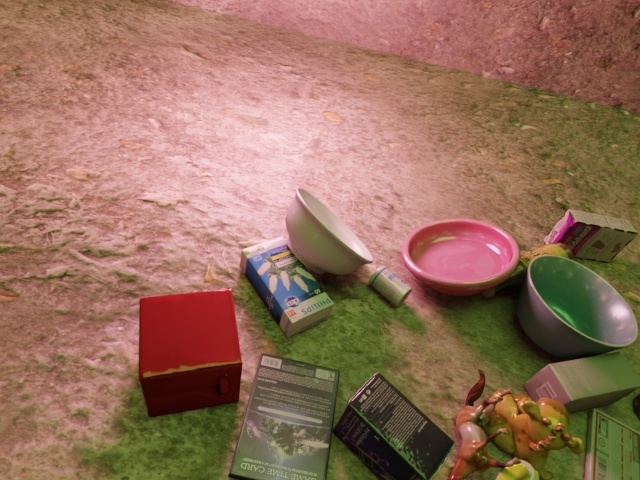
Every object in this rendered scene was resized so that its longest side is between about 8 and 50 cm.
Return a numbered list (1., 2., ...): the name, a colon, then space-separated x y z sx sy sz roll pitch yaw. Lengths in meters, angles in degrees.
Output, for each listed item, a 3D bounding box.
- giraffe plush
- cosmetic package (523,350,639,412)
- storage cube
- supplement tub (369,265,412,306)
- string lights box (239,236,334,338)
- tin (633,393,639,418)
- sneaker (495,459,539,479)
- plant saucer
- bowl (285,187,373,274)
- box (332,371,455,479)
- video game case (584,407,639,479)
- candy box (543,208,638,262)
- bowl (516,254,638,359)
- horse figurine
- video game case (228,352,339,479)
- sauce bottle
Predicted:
1. giraffe plush: 0.482 0.417 0.999 0.181 0.171 0.210 16 45 0
2. cosmetic package: 0.663 0.365 1.130 0.237 0.127 0.107 -4 50 -21
3. storage cube: -0.278 0.237 0.959 0.192 0.184 0.215 -5 49 -17
4. supplement tub: 0.198 0.129 1.269 0.107 0.071 0.071 39 50 22
5. string lights box: -0.095 0.118 1.195 0.133 0.077 0.260 -20 55 -32
6. tin: 0.917 0.468 1.164 0.189 0.040 0.106 30 51 14
7. sneaker: 0.371 0.564 0.887 0.240 0.126 0.091 -49 33 -12
8. plant saucer: 0.412 0.052 1.330 0.331 0.084 0.332 -7 34 5
9. bowl: 0.000 0.000 1.255 0.297 0.134 0.298 41 11 -10
10. box: 0.146 0.408 0.929 0.207 0.153 0.108 39 50 23
11. video game case: 0.769 0.555 1.048 0.285 0.025 0.204 28 46 12
12. candy box: 0.926 -0.013 1.539 0.233 0.159 0.071 11 46 -6
13. bowl: 0.681 0.205 1.250 0.311 0.163 0.312 12 42 -11
14. horse figurine: 0.353 0.421 0.990 0.066 0.174 0.263 33 36 -8
15. video game case: -0.069 0.391 0.979 0.195 0.026 0.274 14 46 -2
16. sauce bottle: 0.638 0.096 1.391 0.344 0.112 0.111 -17 53 -25
